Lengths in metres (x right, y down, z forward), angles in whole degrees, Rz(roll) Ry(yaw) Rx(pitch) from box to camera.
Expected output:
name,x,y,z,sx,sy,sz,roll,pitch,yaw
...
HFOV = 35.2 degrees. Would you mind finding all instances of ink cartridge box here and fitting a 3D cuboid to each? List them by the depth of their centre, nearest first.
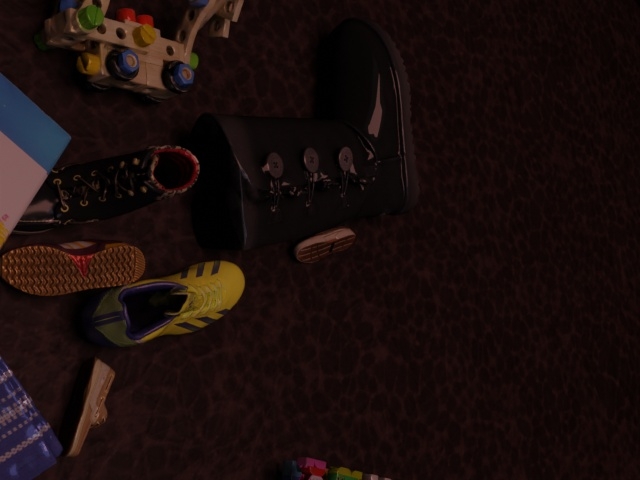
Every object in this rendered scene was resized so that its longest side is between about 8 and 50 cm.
name,x,y,z,sx,sy,sz,roll,pitch,yaw
ink cartridge box,-0.453,-0.055,1.098,0.197,0.198,0.270,45,50,-30

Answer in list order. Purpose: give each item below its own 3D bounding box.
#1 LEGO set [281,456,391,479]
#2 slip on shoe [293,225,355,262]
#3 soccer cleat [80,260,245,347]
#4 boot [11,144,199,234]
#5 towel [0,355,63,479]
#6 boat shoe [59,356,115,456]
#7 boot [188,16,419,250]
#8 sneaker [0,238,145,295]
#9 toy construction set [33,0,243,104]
name,x,y,z,sx,sy,sz,roll,pitch,yaw
LEGO set,0.010,0.399,1.561,0.227,0.087,0.093,27,63,-47
slip on shoe,0.000,0.000,1.694,0.135,0.051,0.041,-19,54,-40
soccer cleat,-0.194,0.086,1.395,0.289,0.121,0.093,-15,90,-49
boot,-0.289,-0.071,1.293,0.236,0.179,0.085,-11,88,-49
towel,-0.427,0.151,0.962,0.243,0.040,0.336,-35,112,-22
boat shoe,-0.297,0.218,1.301,0.045,0.050,0.135,32,57,-31
boot,-0.037,-0.187,1.644,0.445,0.146,0.366,-12,87,-44
sneaker,-0.327,0.033,1.317,0.186,0.084,0.069,1,95,-23
toy construction set,-0.264,-0.316,1.428,0.328,0.151,0.215,1,78,-36
